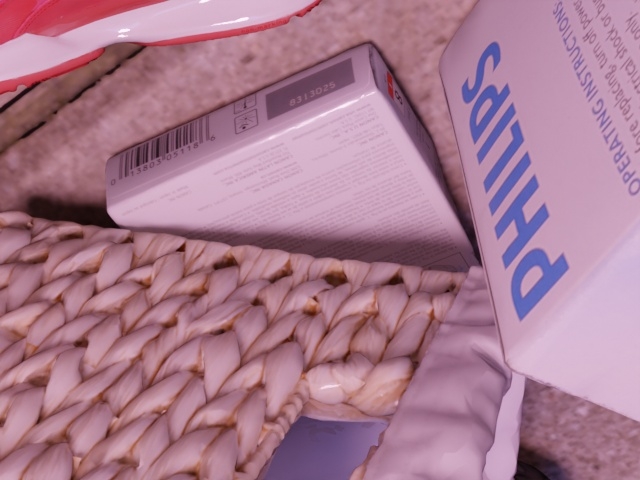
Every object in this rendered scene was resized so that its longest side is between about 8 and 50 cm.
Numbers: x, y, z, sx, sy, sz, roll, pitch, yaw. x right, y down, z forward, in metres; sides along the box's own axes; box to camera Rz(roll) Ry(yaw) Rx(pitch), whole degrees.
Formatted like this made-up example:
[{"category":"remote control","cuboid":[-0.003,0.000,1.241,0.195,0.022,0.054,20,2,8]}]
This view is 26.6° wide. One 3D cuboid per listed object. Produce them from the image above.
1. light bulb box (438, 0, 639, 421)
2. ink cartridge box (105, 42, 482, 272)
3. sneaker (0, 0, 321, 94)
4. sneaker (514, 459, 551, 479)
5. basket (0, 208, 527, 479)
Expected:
[{"category":"light bulb box","cuboid":[0.294,-0.074,0.508,0.358,0.225,0.361,24,122,-19]},{"category":"ink cartridge box","cuboid":[0.000,0.000,0.682,0.145,0.045,0.179,-22,135,15]},{"category":"sneaker","cuboid":[-0.113,-0.138,0.552,0.221,0.087,0.128,-15,119,-5]},{"category":"sneaker","cuboid":[0.016,0.243,0.827,0.343,0.134,0.146,-41,142,23]},{"category":"basket","cuboid":[-0.075,0.198,0.552,0.266,0.328,0.331,9,116,15]}]
